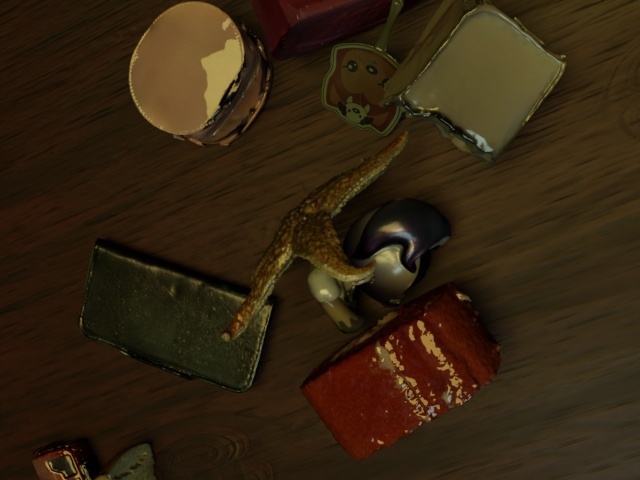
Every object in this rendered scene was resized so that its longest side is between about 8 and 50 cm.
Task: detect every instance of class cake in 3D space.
[{"bbox_3d":[0.118,0.178,1.367,0.283,0.177,0.150,-37,85,22],"label":"cake"}]

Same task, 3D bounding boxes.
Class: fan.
[{"bbox_3d":[0.075,-0.247,1.371,0.132,0.009,0.220,28,131,6],"label":"fan"}]

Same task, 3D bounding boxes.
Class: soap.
[{"bbox_3d":[0.041,-0.351,1.340,0.250,0.162,0.099,-23,83,-13],"label":"soap"}]

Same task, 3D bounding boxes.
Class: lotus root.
[{"bbox_3d":[-0.323,0.398,1.550,0.096,0.135,0.159,3,108,17],"label":"lotus root"}]

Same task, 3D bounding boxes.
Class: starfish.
[{"bbox_3d":[-0.007,-0.006,1.321,0.094,0.327,0.375,41,98,-17],"label":"starfish"}]

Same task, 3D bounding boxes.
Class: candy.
[{"bbox_3d":[0.198,-0.221,1.294,0.185,0.137,0.195,31,104,-19],"label":"candy"}]

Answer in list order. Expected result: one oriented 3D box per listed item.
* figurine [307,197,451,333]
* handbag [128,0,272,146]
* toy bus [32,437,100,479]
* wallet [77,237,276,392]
[{"bbox_3d":[0.078,0.018,1.385,0.222,0.145,0.145,-35,85,19],"label":"figurine"},{"bbox_3d":[-0.175,-0.242,1.445,0.179,0.116,0.205,37,104,10],"label":"handbag"},{"bbox_3d":[-0.393,0.440,1.609,0.096,0.073,0.234,-22,89,9],"label":"toy bus"},{"bbox_3d":[-0.231,0.121,1.536,0.318,0.045,0.172,17,97,16],"label":"wallet"}]
